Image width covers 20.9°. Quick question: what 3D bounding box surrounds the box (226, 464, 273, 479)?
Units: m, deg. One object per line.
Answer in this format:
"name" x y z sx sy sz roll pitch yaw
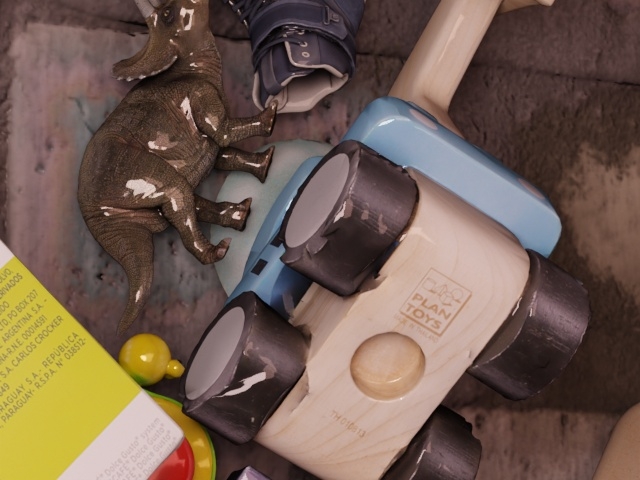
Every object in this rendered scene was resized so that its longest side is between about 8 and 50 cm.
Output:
"box" -0.020 0.364 1.248 0.294 0.183 0.296 33 80 2

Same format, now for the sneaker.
"sneaker" -0.061 -0.205 1.494 0.226 0.086 0.163 24 51 -21

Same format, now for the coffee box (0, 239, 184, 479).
"coffee box" -0.358 0.146 1.122 0.334 0.337 0.338 47 62 -8

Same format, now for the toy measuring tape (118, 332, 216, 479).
"toy measuring tape" -0.152 0.236 1.343 0.121 0.121 0.330 15 79 -23

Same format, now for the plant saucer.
"plant saucer" 0.000 0.000 1.519 0.195 0.037 0.195 7 74 -26

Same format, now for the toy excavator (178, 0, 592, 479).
"toy excavator" 0.069 -0.046 1.435 0.222 0.445 0.433 30 106 -18

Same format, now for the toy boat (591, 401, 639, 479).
"toy boat" 0.324 0.265 1.575 0.151 0.151 0.231 53 56 -40

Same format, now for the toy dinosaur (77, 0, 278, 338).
"toy dinosaur" -0.131 -0.063 1.439 0.160 0.121 0.314 19 76 5
